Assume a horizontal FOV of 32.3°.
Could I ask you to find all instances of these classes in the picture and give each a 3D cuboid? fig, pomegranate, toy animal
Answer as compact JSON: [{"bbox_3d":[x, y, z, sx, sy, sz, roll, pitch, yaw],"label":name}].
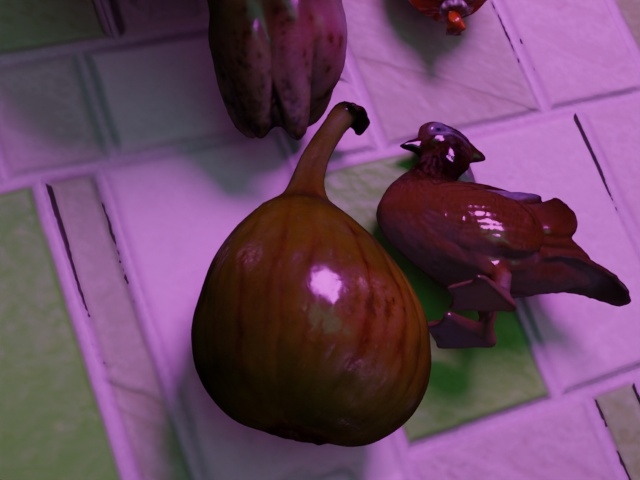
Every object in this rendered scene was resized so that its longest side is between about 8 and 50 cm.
[{"bbox_3d":[0.000,0.000,0.713,0.151,0.151,0.259,11,67,-14],"label":"fig"},{"bbox_3d":[-0.058,-0.232,0.739,0.285,0.285,0.340,-18,100,-23],"label":"pomegranate"},{"bbox_3d":[0.132,-0.007,0.801,0.188,0.089,0.179,14,50,-7],"label":"toy animal"}]

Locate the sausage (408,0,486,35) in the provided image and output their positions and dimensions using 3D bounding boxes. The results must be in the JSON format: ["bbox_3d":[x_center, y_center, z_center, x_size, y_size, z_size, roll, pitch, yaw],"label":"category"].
[{"bbox_3d":[0.096,-0.302,0.900,0.093,0.093,0.312,5,68,-16],"label":"sausage"}]
